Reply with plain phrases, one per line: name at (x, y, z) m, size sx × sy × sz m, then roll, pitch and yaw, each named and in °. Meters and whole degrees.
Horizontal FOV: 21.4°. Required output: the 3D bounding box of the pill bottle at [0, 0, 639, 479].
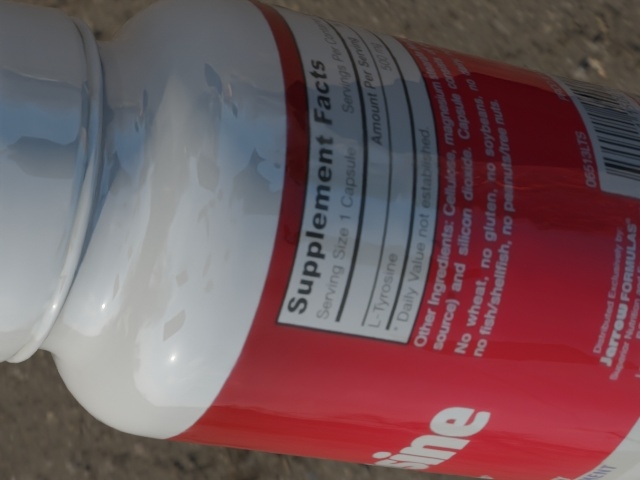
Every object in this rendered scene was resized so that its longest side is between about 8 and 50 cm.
pill bottle at (0.000, 0.000, 0.886) m, size 0.408 × 0.229 × 0.229 m, roll 10°, pitch 112°, yaw -25°
